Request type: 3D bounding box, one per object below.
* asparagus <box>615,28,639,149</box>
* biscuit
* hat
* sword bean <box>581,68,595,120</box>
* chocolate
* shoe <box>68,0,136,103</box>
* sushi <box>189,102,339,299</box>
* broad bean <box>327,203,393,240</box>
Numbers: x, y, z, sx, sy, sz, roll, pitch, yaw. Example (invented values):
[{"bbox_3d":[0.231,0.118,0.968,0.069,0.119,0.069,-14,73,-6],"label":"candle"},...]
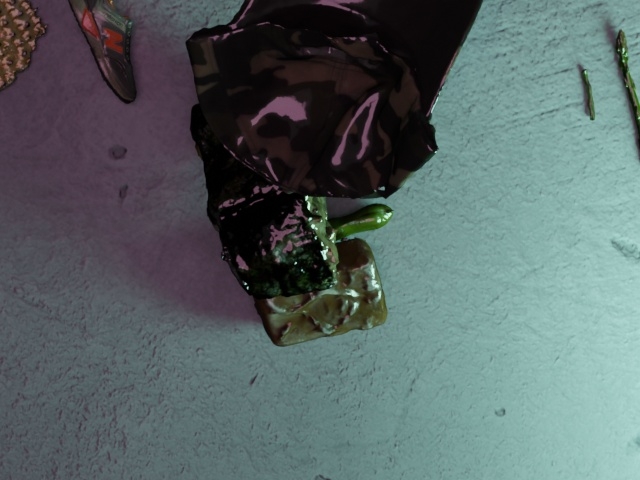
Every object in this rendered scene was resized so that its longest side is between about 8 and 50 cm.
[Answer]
[{"bbox_3d":[0.502,-0.224,1.751,0.023,0.022,0.233,-6,106,46],"label":"asparagus"},{"bbox_3d":[-0.521,-0.352,1.738,0.144,0.016,0.203,-32,97,6],"label":"biscuit"},{"bbox_3d":[0.049,-0.260,1.459,0.366,0.257,0.381,32,70,11],"label":"hat"},{"bbox_3d":[0.430,-0.233,1.755,0.012,0.012,0.083,-12,98,2],"label":"sword bean"},{"bbox_3d":[-0.008,0.089,1.748,0.214,0.093,0.148,-16,122,2],"label":"chocolate"},{"bbox_3d":[-0.324,-0.313,1.719,0.077,0.074,0.194,-25,96,-1],"label":"shoe"},{"bbox_3d":[-0.077,-0.084,1.646,0.171,0.211,0.350,-20,60,10],"label":"sushi"},{"bbox_3d":[0.000,-0.001,1.776,0.256,0.052,0.052,-26,110,7],"label":"broad bean"}]
